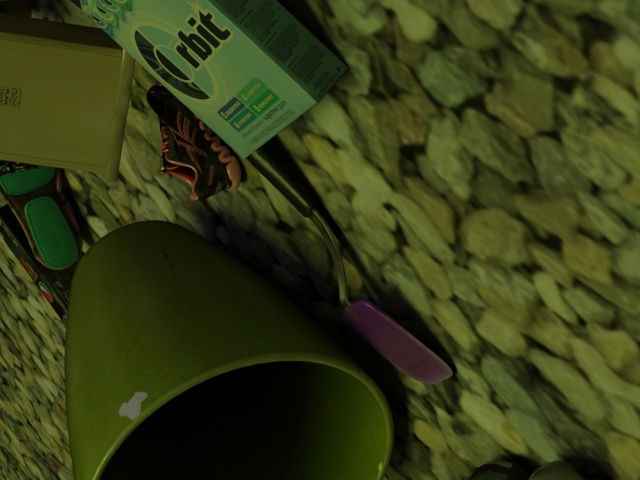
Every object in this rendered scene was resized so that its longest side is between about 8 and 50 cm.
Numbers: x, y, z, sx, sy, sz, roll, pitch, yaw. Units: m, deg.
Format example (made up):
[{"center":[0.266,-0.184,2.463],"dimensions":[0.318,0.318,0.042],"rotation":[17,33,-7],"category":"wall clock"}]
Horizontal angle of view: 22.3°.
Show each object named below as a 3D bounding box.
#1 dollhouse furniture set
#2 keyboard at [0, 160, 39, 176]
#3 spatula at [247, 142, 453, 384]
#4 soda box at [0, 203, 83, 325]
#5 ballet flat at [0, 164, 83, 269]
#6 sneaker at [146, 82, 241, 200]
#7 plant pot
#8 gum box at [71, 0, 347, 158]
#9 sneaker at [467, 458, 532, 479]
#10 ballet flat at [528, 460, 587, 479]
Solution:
[{"center":[-0.256,-0.241,1.439],"dimensions":[0.303,0.198,0.286],"rotation":[-95,16,-55],"category":"dollhouse furniture set"},{"center":[-0.343,-0.116,1.713],"dimensions":[0.180,0.023,0.108],"rotation":[-19,103,23],"category":"keyboard"},{"center":[0.000,0.000,1.302],"dimensions":[0.296,0.030,0.084],"rotation":[55,160,5],"category":"spatula"},{"center":[-0.323,0.024,1.955],"dimensions":[0.169,0.060,0.053],"rotation":[53,156,12],"category":"soda box"},{"center":[-0.327,-0.067,1.840],"dimensions":[0.079,0.077,0.221],"rotation":[-120,11,-53],"category":"ballet flat"},{"center":[-0.121,-0.084,1.404],"dimensions":[0.119,0.057,0.047],"rotation":[52,159,15],"category":"sneaker"},{"center":[-0.118,0.117,1.455],"dimensions":[0.293,0.275,0.275],"rotation":[-123,16,-46],"category":"plant pot"},{"center":[-0.087,-0.153,1.188],"dimensions":[0.184,0.041,0.157],"rotation":[43,156,-9],"category":"gum box"},{"center":[0.114,0.242,1.306],"dimensions":[0.083,0.098,0.224],"rotation":[54,158,6],"category":"sneaker"},{"center":[0.213,0.269,1.188],"dimensions":[0.086,0.086,0.248],"rotation":[1,120,64],"category":"ballet flat"}]
